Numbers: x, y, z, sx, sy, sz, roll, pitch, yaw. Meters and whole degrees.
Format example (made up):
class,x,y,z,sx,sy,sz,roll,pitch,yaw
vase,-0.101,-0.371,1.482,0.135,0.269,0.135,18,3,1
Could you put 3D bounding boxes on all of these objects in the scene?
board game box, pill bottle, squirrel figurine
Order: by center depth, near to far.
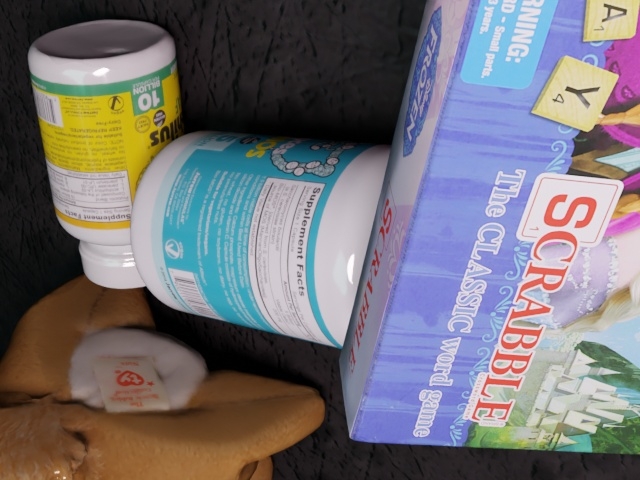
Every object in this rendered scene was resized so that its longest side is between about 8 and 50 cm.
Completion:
class,x,y,z,sx,sy,sz,roll,pitch,yaw
board game box,0.192,-0.025,0.466,0.317,0.066,0.319,4,128,-9
pill bottle,0.000,0.000,0.718,0.264,0.146,0.146,9,120,36
pill bottle,-0.171,-0.069,0.839,0.117,0.117,0.209,18,124,31
squirrel figurine,-0.218,0.282,0.889,0.281,0.397,0.371,26,120,20
